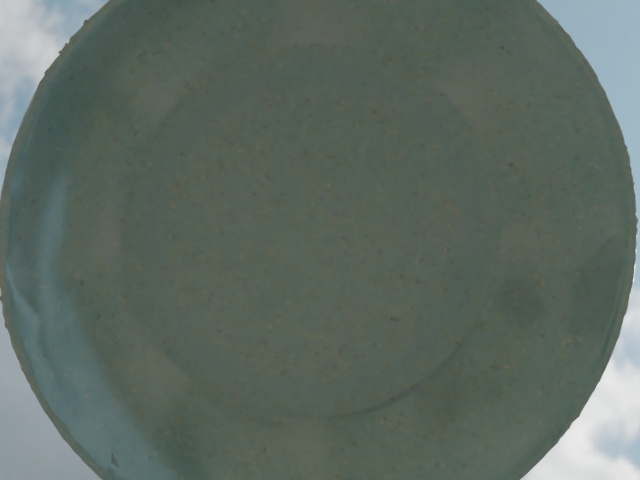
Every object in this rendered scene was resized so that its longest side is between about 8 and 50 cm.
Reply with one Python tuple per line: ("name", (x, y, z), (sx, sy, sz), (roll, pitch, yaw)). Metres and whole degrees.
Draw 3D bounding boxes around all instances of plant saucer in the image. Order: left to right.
("plant saucer", (0.000, 0.000, 0.414), (0.195, 0.037, 0.194), (-1, -80, -8))
